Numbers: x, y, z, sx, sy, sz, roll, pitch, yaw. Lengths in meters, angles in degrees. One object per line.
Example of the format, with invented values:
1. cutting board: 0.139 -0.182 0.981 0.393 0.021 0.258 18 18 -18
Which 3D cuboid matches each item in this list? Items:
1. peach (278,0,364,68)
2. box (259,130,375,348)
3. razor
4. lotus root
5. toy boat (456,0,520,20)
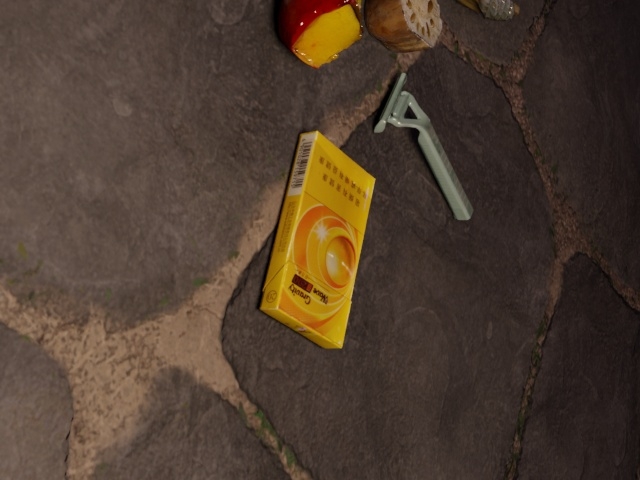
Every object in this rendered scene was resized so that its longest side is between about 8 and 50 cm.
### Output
1. peach: 0.001 -0.319 1.471 0.151 0.118 0.151 -179 -90 -89
2. box: 0.000 0.000 1.487 0.152 0.043 0.269 35 59 -42
3. razor: 0.184 -0.134 1.720 0.278 0.056 0.111 51 48 -34
4. lotus root: 0.131 -0.355 1.662 0.122 0.081 0.113 26 64 -46
5. toy boat: 0.211 -0.491 1.714 0.445 0.162 0.136 23 72 -47
